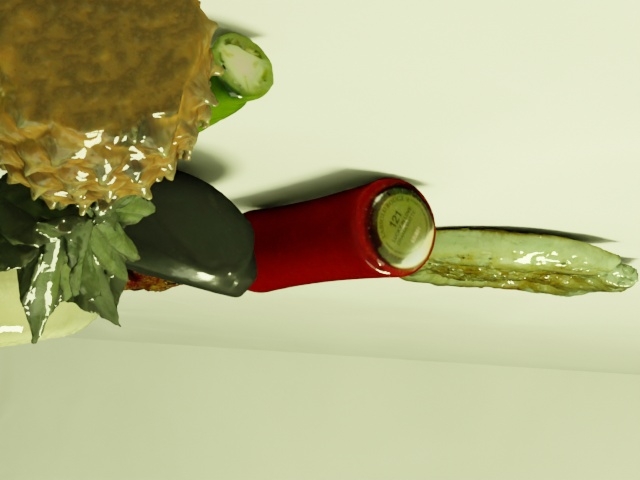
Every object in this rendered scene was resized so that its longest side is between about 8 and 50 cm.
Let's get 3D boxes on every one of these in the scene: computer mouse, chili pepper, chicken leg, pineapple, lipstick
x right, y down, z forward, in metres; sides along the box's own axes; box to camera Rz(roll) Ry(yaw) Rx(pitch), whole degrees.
[{"bbox_3d":[-0.134,-0.015,1.022,0.137,0.086,0.269,20,173,-28],"label":"computer mouse"},{"bbox_3d":[-0.103,-0.079,0.720,0.201,0.052,0.050,-3,-173,43],"label":"chili pepper"},{"bbox_3d":[-0.179,0.019,1.348,0.105,0.063,0.234,4,170,-25],"label":"chicken leg"},{"bbox_3d":[-0.123,-0.044,0.633,0.119,0.130,0.277,-1,159,-16],"label":"pineapple"},{"bbox_3d":[0.000,0.000,1.062,0.080,0.080,0.241,11,170,-30],"label":"lipstick"}]

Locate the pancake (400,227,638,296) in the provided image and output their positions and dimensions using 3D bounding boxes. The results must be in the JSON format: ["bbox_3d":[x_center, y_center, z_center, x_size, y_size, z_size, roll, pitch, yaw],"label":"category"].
[{"bbox_3d":[0.185,0.026,1.249,0.253,0.037,0.253,4,171,1],"label":"pancake"}]

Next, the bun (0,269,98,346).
[{"bbox_3d":[-0.365,0.036,1.308,0.287,0.146,0.287,-2,-176,0],"label":"bun"}]
